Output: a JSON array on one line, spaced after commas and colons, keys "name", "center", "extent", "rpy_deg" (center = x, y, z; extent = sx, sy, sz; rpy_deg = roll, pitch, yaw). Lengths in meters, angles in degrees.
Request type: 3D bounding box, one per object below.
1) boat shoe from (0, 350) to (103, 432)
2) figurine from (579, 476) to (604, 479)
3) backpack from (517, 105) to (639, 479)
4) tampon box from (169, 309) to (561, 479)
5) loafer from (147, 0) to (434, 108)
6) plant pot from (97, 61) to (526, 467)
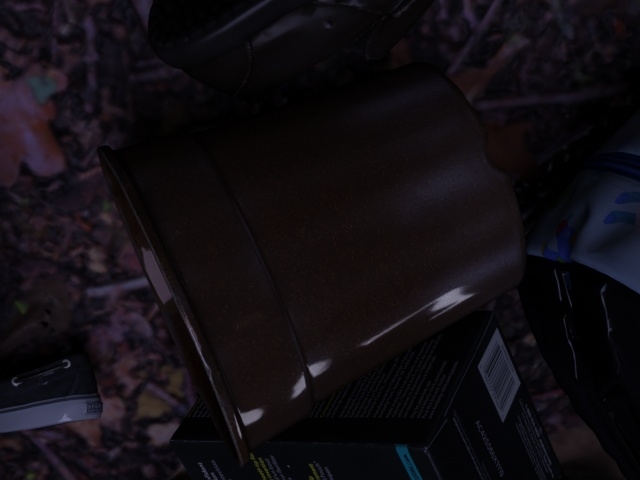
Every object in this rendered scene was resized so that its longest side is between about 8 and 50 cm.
[{"name": "boat shoe", "center": [-0.194, 0.092, 0.690], "extent": [0.142, 0.049, 0.040], "rpy_deg": [-9, 83, 7]}, {"name": "figurine", "center": [0.112, 0.216, 0.708], "extent": [0.209, 0.215, 0.092], "rpy_deg": [-36, 84, 11]}, {"name": "backpack", "center": [0.256, 0.075, 0.605], "extent": [0.356, 0.290, 0.273], "rpy_deg": [33, 93, -19]}, {"name": "tampon box", "center": [0.026, 0.117, 0.653], "extent": [0.161, 0.101, 0.120], "rpy_deg": [-5, 124, 35]}, {"name": "loafer", "center": [0.024, -0.135, 0.579], "extent": [0.220, 0.080, 0.078], "rpy_deg": [-23, 141, 18]}, {"name": "plant pot", "center": [0.000, 0.000, 0.587], "extent": [0.165, 0.167, 0.167], "rpy_deg": [-24, 118, -10]}]
